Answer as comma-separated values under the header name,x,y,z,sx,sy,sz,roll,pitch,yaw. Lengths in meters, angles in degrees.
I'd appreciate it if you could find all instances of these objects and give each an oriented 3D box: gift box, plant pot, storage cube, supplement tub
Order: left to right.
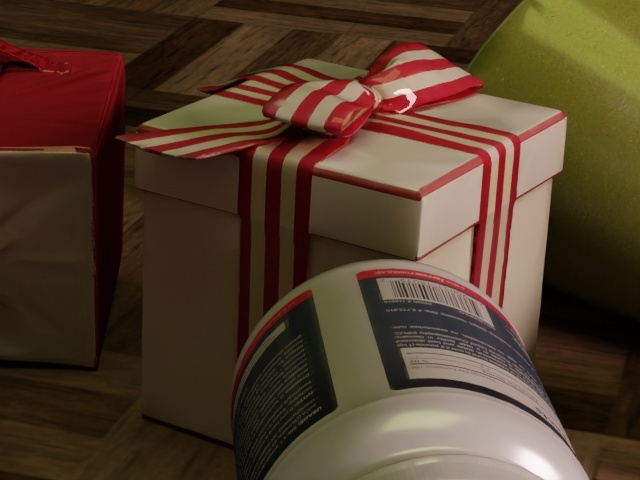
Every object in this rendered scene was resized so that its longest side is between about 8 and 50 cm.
name,x,y,z,sx,sy,sz,roll,pitch,yaw
storage cube,-0.252,-0.031,1.384,0.183,0.215,0.193,3,27,-2
gift box,0.000,0.000,1.266,0.276,0.258,0.255,14,23,23
supplement tub,0.049,0.141,1.001,0.191,0.191,0.272,1,22,-6
plant pot,0.286,-0.041,1.454,0.275,0.275,0.293,-18,45,-42
